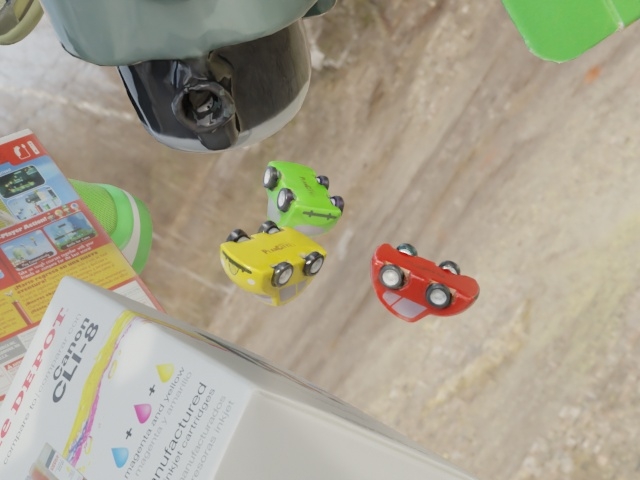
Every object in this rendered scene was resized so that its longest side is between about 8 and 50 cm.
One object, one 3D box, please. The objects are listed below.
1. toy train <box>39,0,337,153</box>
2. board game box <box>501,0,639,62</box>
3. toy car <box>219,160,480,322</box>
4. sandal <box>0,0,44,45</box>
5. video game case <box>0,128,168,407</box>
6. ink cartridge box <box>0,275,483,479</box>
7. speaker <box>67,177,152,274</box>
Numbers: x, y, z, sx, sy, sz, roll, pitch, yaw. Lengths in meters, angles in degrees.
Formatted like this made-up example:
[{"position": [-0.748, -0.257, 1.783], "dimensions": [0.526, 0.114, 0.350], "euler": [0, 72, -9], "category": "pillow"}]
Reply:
[{"position": [-0.069, -0.183, 0.382], "dimensions": [0.190, 0.142, 0.334], "euler": [-94, -7, -45], "category": "toy train"}, {"position": [0.136, -0.167, 0.319], "dimensions": [0.259, 0.124, 0.039], "euler": [-35, 23, 2], "category": "board game box"}, {"position": [0.000, 0.000, 1.078], "dimensions": [0.053, 0.239, 0.225], "euler": [-70, 27, 24], "category": "toy car"}, {"position": [-0.188, -0.281, 1.003], "dimensions": [0.120, 0.086, 0.303], "euler": [7, 67, 54], "category": "sandal"}, {"position": [-0.236, 0.051, 0.919], "dimensions": [0.204, 0.285, 0.025], "euler": [-26, -23, -34], "category": "video game case"}, {"position": [-0.046, 0.108, 0.474], "dimensions": [0.176, 0.127, 0.128], "euler": [19, 82, 57], "category": "ink cartridge box"}, {"position": [-0.338, -0.021, 1.344], "dimensions": [0.131, 0.296, 0.131], "euler": [-13, 71, 45], "category": "speaker"}]
